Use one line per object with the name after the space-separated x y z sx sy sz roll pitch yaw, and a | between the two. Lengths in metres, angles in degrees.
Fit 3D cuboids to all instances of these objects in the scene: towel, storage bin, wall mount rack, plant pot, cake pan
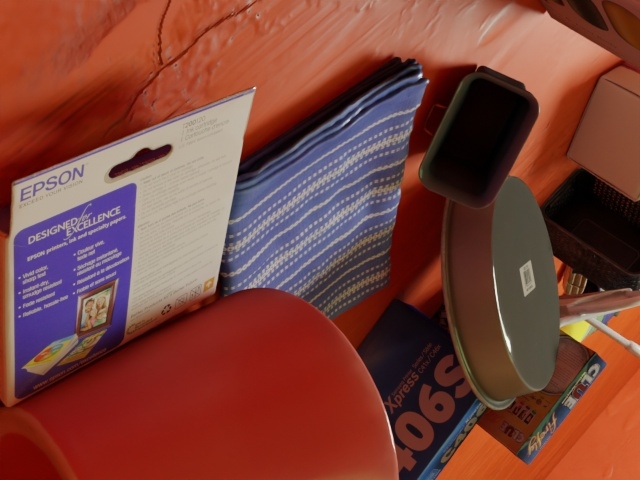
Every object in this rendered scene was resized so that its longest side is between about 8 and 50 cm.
0.000 0.000 1.000 0.243 0.040 0.336 -37 151 -29 | towel
0.159 -0.118 1.073 0.091 0.098 0.135 -65 179 -64 | storage bin
0.411 0.138 1.525 0.304 0.130 0.350 -10 178 -22 | wall mount rack
-0.117 0.192 0.819 0.243 0.275 0.275 -14 136 -41 | plant pot
0.428 -0.010 1.546 0.122 0.180 0.084 -44 153 -19 | storage bin
0.220 0.051 1.219 0.293 0.054 0.293 26 60 -57 | cake pan

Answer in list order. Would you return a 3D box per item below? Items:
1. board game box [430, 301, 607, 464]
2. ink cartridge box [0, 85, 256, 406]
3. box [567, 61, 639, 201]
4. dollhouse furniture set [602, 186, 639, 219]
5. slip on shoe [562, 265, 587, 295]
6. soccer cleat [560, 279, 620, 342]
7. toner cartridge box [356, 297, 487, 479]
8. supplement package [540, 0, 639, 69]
0.235 0.162 1.374 0.165 0.243 0.042 -52 132 -1 | board game box
-0.145 -0.006 0.736 0.206 0.045 0.208 -29 147 -41 | ink cartridge box
0.484 -0.183 1.482 0.232 0.127 0.148 -30 147 -39 | box
0.691 -0.025 1.723 0.362 0.394 0.256 -3 126 -59 | dollhouse furniture set
0.465 0.036 1.840 0.041 0.051 0.135 -87 -175 -57 | slip on shoe
0.454 0.181 1.984 0.289 0.093 0.121 -48 125 1 | soccer cleat
0.064 0.262 1.302 0.347 0.165 0.075 -55 154 3 | toner cartridge box
0.321 -0.291 0.975 0.198 0.199 0.263 -55 154 7 | supplement package
